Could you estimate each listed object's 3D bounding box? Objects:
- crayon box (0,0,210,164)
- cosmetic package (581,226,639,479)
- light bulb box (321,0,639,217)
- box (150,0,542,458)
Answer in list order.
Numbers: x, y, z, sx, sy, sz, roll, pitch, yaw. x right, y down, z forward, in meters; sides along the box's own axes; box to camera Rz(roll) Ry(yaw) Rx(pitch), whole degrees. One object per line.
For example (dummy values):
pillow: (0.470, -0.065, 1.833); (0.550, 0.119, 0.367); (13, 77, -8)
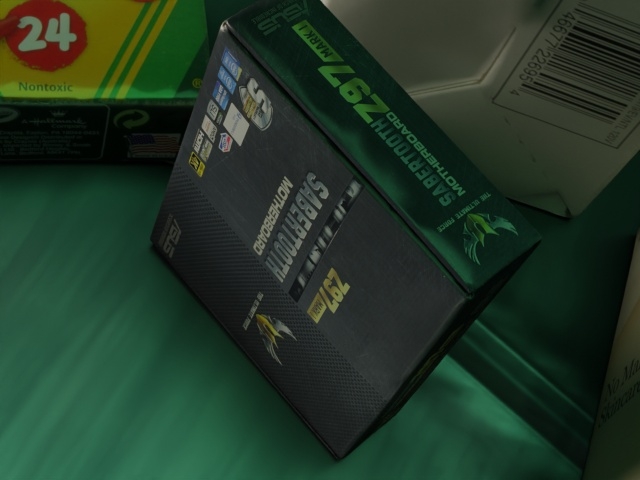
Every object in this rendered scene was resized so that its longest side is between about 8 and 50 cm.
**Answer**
crayon box: (-0.185, -0.205, 0.903); (0.202, 0.081, 0.318); (-2, 64, -14)
cosmetic package: (0.235, 0.105, 0.807); (0.113, 0.160, 0.309); (21, 60, -3)
light bulb box: (0.153, -0.270, 0.863); (0.225, 0.358, 0.361); (19, 62, -6)
box: (0.000, 0.000, 0.758); (0.059, 0.232, 0.183); (-36, 77, -29)
